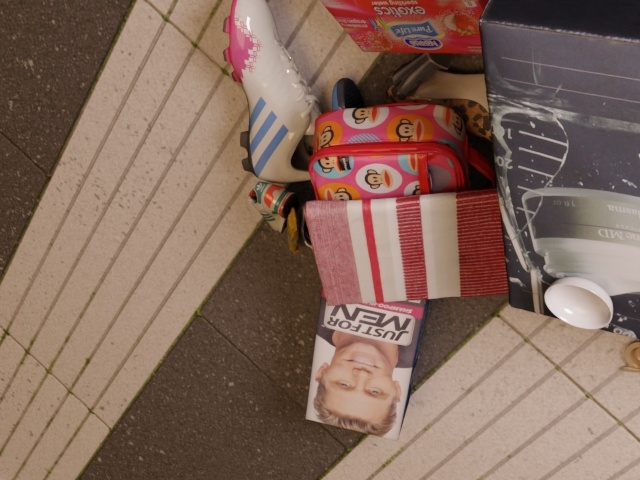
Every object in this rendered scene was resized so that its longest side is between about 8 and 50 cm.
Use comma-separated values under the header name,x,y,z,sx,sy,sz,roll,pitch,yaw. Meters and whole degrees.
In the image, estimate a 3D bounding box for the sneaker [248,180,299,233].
name,x,y,z,sx,sy,sz,roll,pitch,yaw
sneaker,-0.081,-0.063,1.821,0.075,0.057,0.161,31,169,5

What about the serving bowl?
name,x,y,z,sx,sy,sz,roll,pitch,yaw
serving bowl,0.314,0.070,1.306,0.083,0.027,0.083,22,146,15

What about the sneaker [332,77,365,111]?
name,x,y,z,sx,sy,sz,roll,pitch,yaw
sneaker,0.032,-0.155,1.718,0.082,0.069,0.209,5,121,30

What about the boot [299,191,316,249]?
name,x,y,z,sx,sy,sz,roll,pitch,yaw
boot,0.000,0.000,1.825,0.069,0.086,0.190,11,123,28

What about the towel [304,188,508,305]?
name,x,y,z,sx,sy,sz,roll,pitch,yaw
towel,0.153,0.008,1.590,0.329,0.037,0.237,-4,143,6

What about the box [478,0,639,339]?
name,x,y,z,sx,sy,sz,roll,pitch,yaw
box,0.466,-0.116,1.232,0.480,0.297,0.471,14,144,26

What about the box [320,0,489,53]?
name,x,y,z,sx,sy,sz,roll,pitch,yaw
box,0.144,-0.332,1.444,0.257,0.122,0.128,9,158,39

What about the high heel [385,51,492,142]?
name,x,y,z,sx,sy,sz,roll,pitch,yaw
high heel,0.222,-0.183,1.595,0.261,0.093,0.186,36,160,-10

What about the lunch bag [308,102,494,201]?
name,x,y,z,sx,sy,sz,roll,pitch,yaw
lunch bag,0.128,-0.076,1.607,0.258,0.120,0.293,-2,144,11

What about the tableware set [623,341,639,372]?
name,x,y,z,sx,sy,sz,roll,pitch,yaw
tableware set,0.520,0.149,1.622,0.141,0.020,0.168,9,122,29

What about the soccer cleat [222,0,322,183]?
name,x,y,z,sx,sy,sz,roll,pitch,yaw
soccer cleat,-0.060,-0.238,1.711,0.143,0.116,0.331,7,127,19

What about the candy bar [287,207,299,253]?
name,x,y,z,sx,sy,sz,roll,pitch,yaw
candy bar,-0.046,-0.014,1.829,0.161,0.018,0.040,95,165,-75

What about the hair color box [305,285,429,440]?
name,x,y,z,sx,sy,sz,roll,pitch,yaw
hair color box,0.083,0.167,1.838,0.174,0.105,0.347,12,126,8
